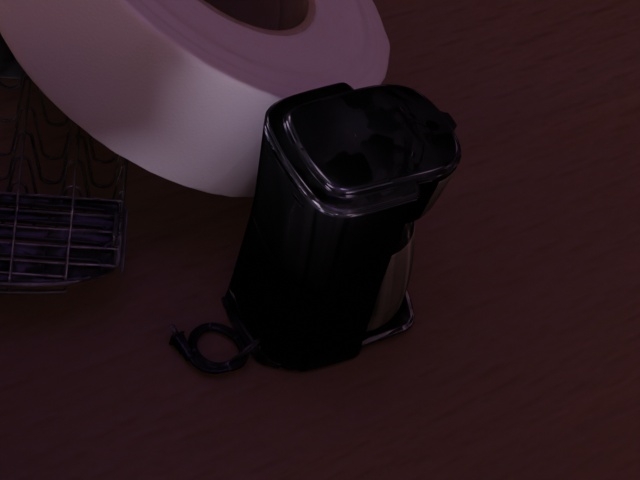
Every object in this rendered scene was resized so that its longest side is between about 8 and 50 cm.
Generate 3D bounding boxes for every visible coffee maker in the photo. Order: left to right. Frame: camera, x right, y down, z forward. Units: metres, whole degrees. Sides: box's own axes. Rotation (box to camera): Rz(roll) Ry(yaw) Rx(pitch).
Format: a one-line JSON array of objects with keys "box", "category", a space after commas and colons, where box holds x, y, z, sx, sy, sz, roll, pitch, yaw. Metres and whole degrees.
[{"box": [0.000, 0.000, 1.091, 0.120, 0.178, 0.171, 36, 54, 18], "category": "coffee maker"}]

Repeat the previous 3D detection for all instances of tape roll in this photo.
[{"box": [-0.092, -0.169, 1.185, 0.286, 0.100, 0.286, 27, 36, -21], "category": "tape roll"}]

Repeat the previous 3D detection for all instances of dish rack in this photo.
[{"box": [-0.226, -0.068, 1.175, 0.208, 0.074, 0.271, 4, 53, -6], "category": "dish rack"}]
